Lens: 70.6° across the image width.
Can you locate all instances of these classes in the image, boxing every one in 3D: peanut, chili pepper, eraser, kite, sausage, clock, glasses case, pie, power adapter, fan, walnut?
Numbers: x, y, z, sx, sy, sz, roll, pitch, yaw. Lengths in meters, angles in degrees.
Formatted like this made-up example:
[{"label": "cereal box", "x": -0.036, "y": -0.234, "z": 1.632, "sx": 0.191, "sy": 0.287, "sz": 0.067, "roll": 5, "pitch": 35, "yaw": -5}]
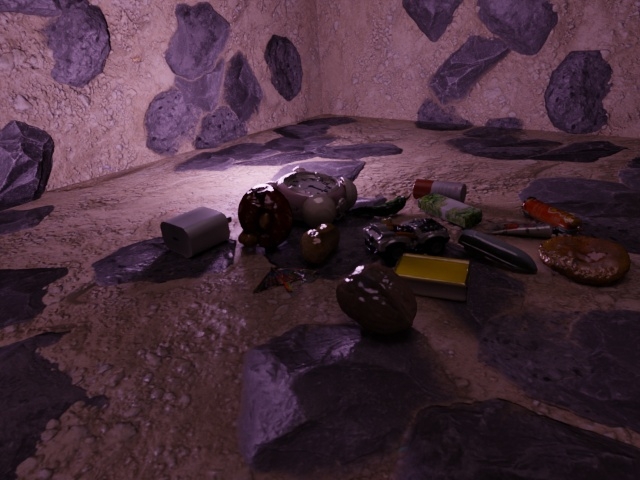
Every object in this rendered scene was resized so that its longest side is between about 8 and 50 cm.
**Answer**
[{"label": "peanut", "x": 0.000, "y": 0.000, "z": 1.603, "sx": 0.120, "sy": 0.111, "sz": 0.236, "roll": -4, "pitch": 22, "yaw": 20}, {"label": "chili pepper", "x": 0.277, "y": -0.142, "z": 1.910, "sx": 0.278, "sy": 0.065, "sz": 0.122, "roll": -14, "pitch": 30, "yaw": -11}, {"label": "eraser", "x": 0.339, "y": 0.105, "z": 1.376, "sx": 0.225, "sy": 0.069, "sz": 0.158, "roll": 7, "pitch": 30, "yaw": 21}, {"label": "kite", "x": -0.117, "y": 0.118, "z": 1.477, "sx": 0.241, "sy": 0.014, "sz": 0.183, "roll": -13, "pitch": 26, "yaw": -17}, {"label": "sausage", "x": 0.876, "y": -0.086, "z": 1.696, "sx": 0.083, "sy": 0.083, "sz": 0.264, "roll": -12, "pitch": 27, "yaw": -16}, {"label": "clock", "x": -0.036, "y": -0.182, "z": 1.925, "sx": 0.325, "sy": 0.184, "sz": 0.342, "roll": 14, "pitch": 36, "yaw": 26}, {"label": "glasses case", "x": 0.520, "y": -0.122, "z": 1.836, "sx": 0.095, "sy": 0.062, "sz": 0.272, "roll": -24, "pitch": 30, "yaw": -20}, {"label": "pie", "x": 0.821, "y": 0.051, "z": 1.419, "sx": 0.273, "sy": 0.069, "sz": 0.273, "roll": -7, "pitch": 24, "yaw": 3}, {"label": "power adapter", "x": -0.462, "y": -0.050, "z": 1.761, "sx": 0.186, "sy": 0.124, "sz": 0.255, "roll": 17, "pitch": 33, "yaw": 36}, {"label": "fan", "x": -0.047, "y": 0.127, "z": 1.464, "sx": 0.055, "sy": 0.004, "sz": 0.083, "roll": 14, "pitch": 31, "yaw": 33}, {"label": "walnut", "x": 0.154, "y": 0.156, "z": 1.195, "sx": 0.178, "sy": 0.178, "sz": 0.230, "roll": -24, "pitch": 43, "yaw": -35}, {"label": "walnut", "x": -0.220, "y": -0.082, "z": 1.733, "sx": 0.221, "sy": 0.244, "sz": 0.269, "roll": 33, "pitch": 15, "yaw": -12}]

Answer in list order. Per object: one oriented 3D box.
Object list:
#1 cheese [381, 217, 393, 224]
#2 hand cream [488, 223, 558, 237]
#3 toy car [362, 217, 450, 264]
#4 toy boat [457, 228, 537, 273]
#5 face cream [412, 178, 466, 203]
[{"label": "cheese", "x": 0.258, "y": -0.054, "z": 1.758, "sx": 0.060, "sy": 0.042, "sz": 0.084, "roll": -4, "pitch": 40, "yaw": 18}, {"label": "hand cream", "x": 0.741, "y": -0.040, "z": 1.656, "sx": 0.233, "sy": 0.050, "sz": 0.080, "roll": 3, "pitch": 29, "yaw": 29}, {"label": "toy car", "x": 0.303, "y": -0.016, "z": 1.587, "sx": 0.300, "sy": 0.118, "sz": 0.193, "roll": -10, "pitch": 23, "yaw": -15}, {"label": "toy boat", "x": 0.575, "y": 0.044, "z": 1.473, "sx": 0.260, "sy": 0.085, "sz": 0.078, "roll": 27, "pitch": 38, "yaw": 30}, {"label": "face cream", "x": 0.523, "y": -0.214, "z": 1.989, "sx": 0.214, "sy": 0.096, "sz": 0.095, "roll": 12, "pitch": 30, "yaw": 32}]
